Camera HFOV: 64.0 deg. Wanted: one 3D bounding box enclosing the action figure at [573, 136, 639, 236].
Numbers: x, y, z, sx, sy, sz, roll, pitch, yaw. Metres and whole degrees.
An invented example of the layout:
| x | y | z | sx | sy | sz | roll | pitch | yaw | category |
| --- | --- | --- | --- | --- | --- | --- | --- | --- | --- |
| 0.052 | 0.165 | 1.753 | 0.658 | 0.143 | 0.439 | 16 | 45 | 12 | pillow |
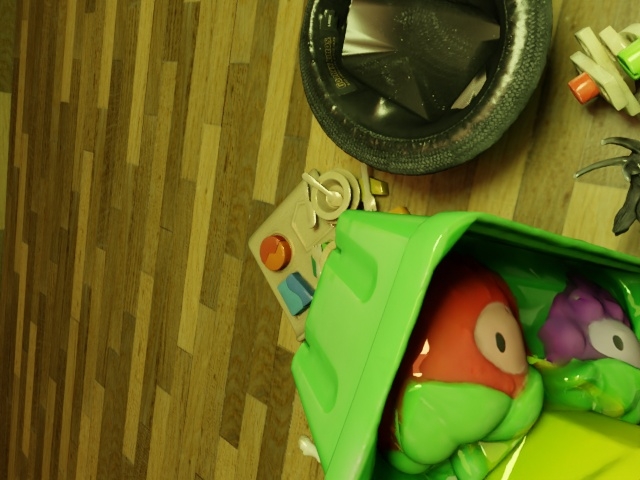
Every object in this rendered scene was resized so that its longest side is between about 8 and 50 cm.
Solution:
| x | y | z | sx | sy | sz | roll | pitch | yaw | category |
| --- | --- | --- | --- | --- | --- | --- | --- | --- | --- |
| 0.368 | -0.034 | 0.429 | 0.275 | 0.141 | 0.164 | 31 | 148 | 13 | action figure |

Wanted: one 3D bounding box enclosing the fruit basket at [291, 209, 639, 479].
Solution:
| x | y | z | sx | sy | sz | roll | pitch | yaw | category |
| --- | --- | --- | --- | --- | --- | --- | --- | --- | --- |
| 0.190 | 0.144 | 0.403 | 0.392 | 0.391 | 0.283 | 27 | 105 | 38 | fruit basket |

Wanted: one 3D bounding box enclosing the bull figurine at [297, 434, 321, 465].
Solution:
| x | y | z | sx | sy | sz | roll | pitch | yaw | category |
| --- | --- | --- | --- | --- | --- | --- | --- | --- | --- |
| 0.064 | 0.376 | 0.759 | 0.188 | 0.101 | 0.311 | -3 | 87 | 46 | bull figurine |

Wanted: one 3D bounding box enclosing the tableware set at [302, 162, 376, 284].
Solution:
| x | y | z | sx | sy | sz | roll | pitch | yaw | category |
| --- | --- | --- | --- | --- | --- | --- | --- | --- | --- |
| 0.024 | -0.017 | 0.778 | 0.128 | 0.039 | 0.194 | -15 | 78 | 35 | tableware set |

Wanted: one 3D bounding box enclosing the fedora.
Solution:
| x | y | z | sx | sy | sz | roll | pitch | yaw | category |
| --- | --- | --- | --- | --- | --- | --- | --- | --- | --- |
| 0.133 | -0.238 | 0.639 | 0.333 | 0.152 | 0.335 | 4 | 96 | 39 | fedora |

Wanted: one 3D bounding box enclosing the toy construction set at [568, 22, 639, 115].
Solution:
| x | y | z | sx | sy | sz | roll | pitch | yaw | category |
| --- | --- | --- | --- | --- | --- | --- | --- | --- | --- |
| 0.354 | -0.233 | 0.425 | 0.328 | 0.151 | 0.215 | -47 | 36 | 33 | toy construction set |

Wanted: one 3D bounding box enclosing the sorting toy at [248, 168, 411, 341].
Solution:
| x | y | z | sx | sy | sz | roll | pitch | yaw | category |
| --- | --- | --- | --- | --- | --- | --- | --- | --- | --- |
| 0.000 | 0.000 | 0.840 | 0.307 | 0.041 | 0.229 | -44 | 64 | 34 | sorting toy |
